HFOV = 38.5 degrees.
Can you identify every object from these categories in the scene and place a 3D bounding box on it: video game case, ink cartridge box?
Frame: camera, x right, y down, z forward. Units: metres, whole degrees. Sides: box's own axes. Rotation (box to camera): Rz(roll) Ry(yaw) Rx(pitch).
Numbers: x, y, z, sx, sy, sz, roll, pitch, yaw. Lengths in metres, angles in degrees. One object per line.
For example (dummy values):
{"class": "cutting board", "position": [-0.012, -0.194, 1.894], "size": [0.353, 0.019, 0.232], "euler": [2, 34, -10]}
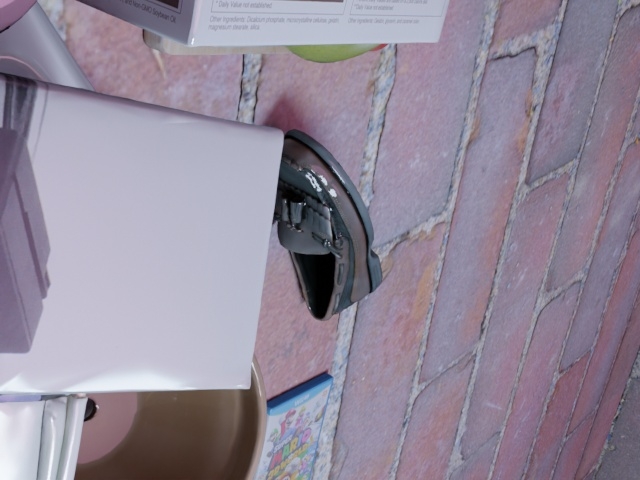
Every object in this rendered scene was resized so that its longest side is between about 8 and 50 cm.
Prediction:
{"class": "video game case", "position": [-0.040, 0.252, 1.126], "size": [0.119, 0.015, 0.166], "euler": [-18, 127, -49]}
{"class": "ink cartridge box", "position": [-0.205, -0.018, 0.401], "size": [0.308, 0.223, 0.129], "euler": [7, 94, -40]}

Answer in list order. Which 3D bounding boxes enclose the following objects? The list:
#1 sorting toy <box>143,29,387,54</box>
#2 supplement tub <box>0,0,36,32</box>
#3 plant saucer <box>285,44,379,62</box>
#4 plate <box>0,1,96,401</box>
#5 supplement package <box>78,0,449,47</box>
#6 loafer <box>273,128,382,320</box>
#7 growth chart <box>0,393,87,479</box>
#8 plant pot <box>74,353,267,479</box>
{"class": "sorting toy", "position": [0.003, -0.267, 0.724], "size": [0.255, 0.089, 0.257], "euler": [-15, 125, -50]}
{"class": "supplement tub", "position": [-0.211, -0.162, 0.398], "size": [0.117, 0.190, 0.117], "euler": [-36, 141, -36]}
{"class": "plant saucer", "position": [0.043, -0.243, 0.678], "size": [0.241, 0.037, 0.240], "euler": [-34, 139, -37]}
{"class": "plate", "position": [-0.215, 0.011, 0.575], "size": [0.277, 0.045, 0.278], "euler": [-47, 125, -24]}
{"class": "supplement package", "position": [-0.075, -0.210, 0.489], "size": [0.204, 0.262, 0.145], "euler": [-17, 127, -50]}
{"class": "loafer", "position": [0.000, 0.000, 0.924], "size": [0.084, 0.096, 0.267], "euler": [-46, 147, -14]}
{"class": "growth chart", "position": [-0.238, 0.126, 0.531], "size": [0.237, 0.021, 0.171], "euler": [14, 91, -44]}
{"class": "plant pot", "position": [-0.168, 0.150, 0.740], "size": [0.237, 0.110, 0.237], "euler": [-8, 103, -37]}
